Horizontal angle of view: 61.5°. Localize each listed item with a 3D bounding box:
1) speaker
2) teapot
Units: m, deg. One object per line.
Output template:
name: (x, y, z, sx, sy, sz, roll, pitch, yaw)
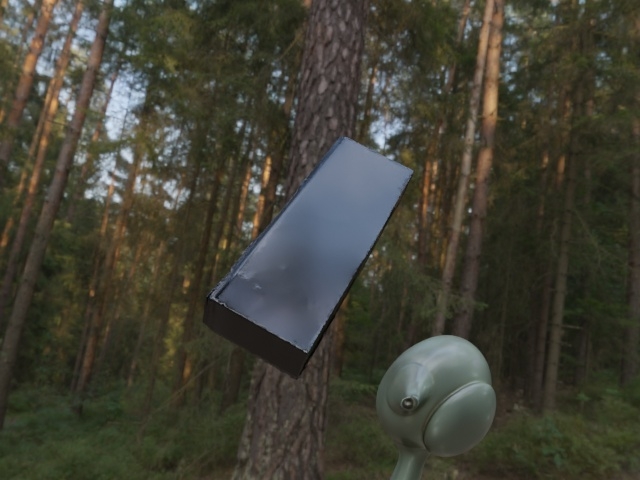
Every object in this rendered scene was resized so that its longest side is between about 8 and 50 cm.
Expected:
speaker: (0.000, 0.000, 0.437, 0.082, 0.218, 0.044, 27, -41, 7)
teapot: (0.188, 0.315, 0.905, 0.219, 0.319, 0.149, -9, 30, -23)
